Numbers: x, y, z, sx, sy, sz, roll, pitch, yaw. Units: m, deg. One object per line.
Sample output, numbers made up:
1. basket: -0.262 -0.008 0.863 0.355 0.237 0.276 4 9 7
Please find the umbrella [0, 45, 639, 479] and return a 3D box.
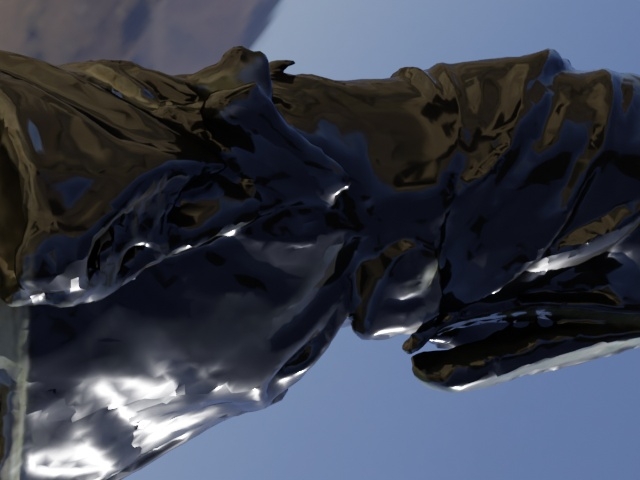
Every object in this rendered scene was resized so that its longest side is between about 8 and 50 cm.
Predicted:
1. umbrella: 0.002 -0.001 0.469 0.113 0.358 0.106 120 -38 -50
